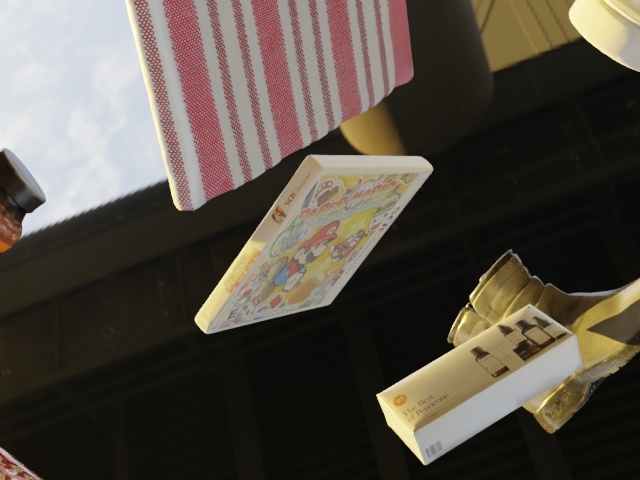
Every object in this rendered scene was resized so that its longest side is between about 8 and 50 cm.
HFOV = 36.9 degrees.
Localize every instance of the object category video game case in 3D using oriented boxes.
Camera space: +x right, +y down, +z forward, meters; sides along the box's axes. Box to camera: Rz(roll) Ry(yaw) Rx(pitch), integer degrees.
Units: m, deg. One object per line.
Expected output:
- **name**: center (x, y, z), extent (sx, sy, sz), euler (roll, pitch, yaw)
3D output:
- **video game case**: center (0.000, 0.000, 0.964), extent (0.026, 0.227, 0.206), euler (46, -65, 21)

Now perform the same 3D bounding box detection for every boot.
- **boot**: center (0.327, 0.086, 1.294), extent (0.223, 0.118, 0.338), euler (44, -63, 15)

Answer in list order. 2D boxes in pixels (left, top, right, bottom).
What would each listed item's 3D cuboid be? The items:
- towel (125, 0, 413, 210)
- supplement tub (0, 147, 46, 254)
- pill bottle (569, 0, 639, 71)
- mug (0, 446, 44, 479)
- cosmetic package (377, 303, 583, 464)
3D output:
- **towel**: center (-0.020, -0.116, 0.478), extent (0.029, 0.144, 0.197), euler (13, -145, 37)
- **supplement tub**: center (-0.380, -0.010, 0.976), extent (0.198, 0.106, 0.106), euler (-36, -129, -4)
- **pill bottle**: center (0.325, -0.267, 0.838), extent (0.229, 0.131, 0.131), euler (-58, -140, 35)
- **mug**: center (-0.263, 0.228, 0.766), extent (0.169, 0.150, 0.113), euler (21, -124, 30)
- **cosmetic package**: center (0.198, 0.174, 1.196), extent (0.239, 0.060, 0.099), euler (-29, -152, -13)
